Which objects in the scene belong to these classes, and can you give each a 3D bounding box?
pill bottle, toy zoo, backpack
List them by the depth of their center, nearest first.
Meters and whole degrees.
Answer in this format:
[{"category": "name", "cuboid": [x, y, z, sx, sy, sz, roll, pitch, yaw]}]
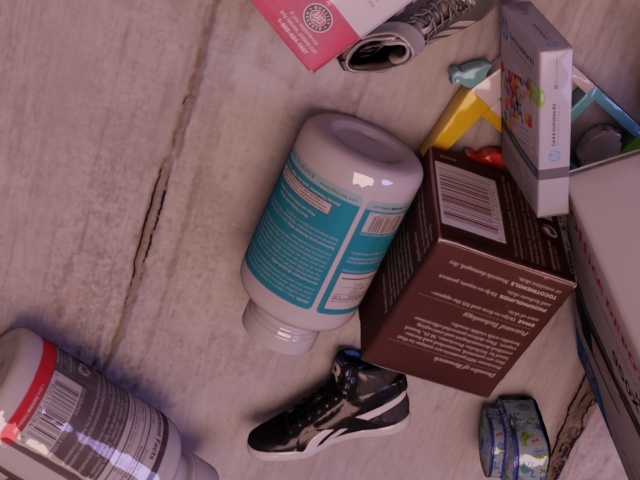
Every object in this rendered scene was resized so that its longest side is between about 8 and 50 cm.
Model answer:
[{"category": "pill bottle", "cuboid": [0.000, 0.000, 1.291, 0.146, 0.146, 0.264, 18, 116, -17]}, {"category": "toy zoo", "cuboid": [0.252, -0.110, 1.327, 0.293, 0.030, 0.192, 35, 110, -24]}, {"category": "pill bottle", "cuboid": [-0.282, 0.257, 1.387, 0.318, 0.176, 0.176, 38, 109, -25]}, {"category": "backpack", "cuboid": [0.253, 0.275, 1.505, 0.084, 0.114, 0.105, -3, 121, -6]}]

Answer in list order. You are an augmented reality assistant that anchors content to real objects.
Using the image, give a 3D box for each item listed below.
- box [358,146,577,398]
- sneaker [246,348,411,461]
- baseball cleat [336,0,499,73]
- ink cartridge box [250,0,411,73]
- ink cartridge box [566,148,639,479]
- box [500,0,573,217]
[{"category": "box", "cuboid": [0.158, 0.038, 1.298, 0.167, 0.168, 0.203, 17, 129, -14]}, {"category": "sneaker", "cuboid": [0.005, 0.199, 1.456, 0.217, 0.079, 0.121, -13, 118, -10]}, {"category": "baseball cleat", "cuboid": [0.114, -0.226, 1.194, 0.206, 0.109, 0.072, -29, 115, 8]}, {"category": "ink cartridge box", "cuboid": [0.038, -0.335, 1.115, 0.283, 0.117, 0.207, -35, 118, 13]}, {"category": "ink cartridge box", "cuboid": [0.396, 0.120, 1.265, 0.166, 0.285, 0.395, -17, 142, 3]}, {"category": "box", "cuboid": [0.225, -0.139, 1.204, 0.038, 0.145, 0.186, -7, 121, -5]}]
